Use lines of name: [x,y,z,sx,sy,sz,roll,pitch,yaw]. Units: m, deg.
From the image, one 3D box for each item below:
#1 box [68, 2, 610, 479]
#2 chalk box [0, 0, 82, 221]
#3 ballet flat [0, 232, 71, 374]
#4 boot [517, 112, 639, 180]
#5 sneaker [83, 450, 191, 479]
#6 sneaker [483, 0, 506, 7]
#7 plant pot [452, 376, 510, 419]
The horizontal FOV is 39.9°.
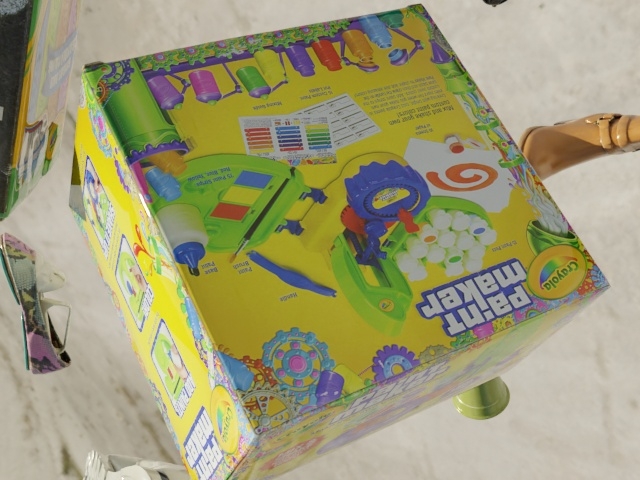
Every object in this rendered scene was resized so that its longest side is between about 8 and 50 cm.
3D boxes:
box: [0.000,0.000,0.671,0.279,0.290,0.177,62,151,21]
chalk box: [-0.312,-0.133,0.727,0.179,0.180,0.288,-94,19,-67]
ballet flat: [-0.394,0.087,1.245,0.077,0.079,0.221,-116,19,-68]
boot: [0.359,-0.130,1.174,0.152,0.197,0.072,0,116,43]
sneaker: [-0.155,0.239,0.803,0.235,0.095,0.090,-11,76,58]
sneaker: [0.130,-0.230,0.732,0.162,0.073,0.063,-4,154,39]
plant pot: [0.225,0.199,1.262,0.083,0.083,0.079,32,150,42]
